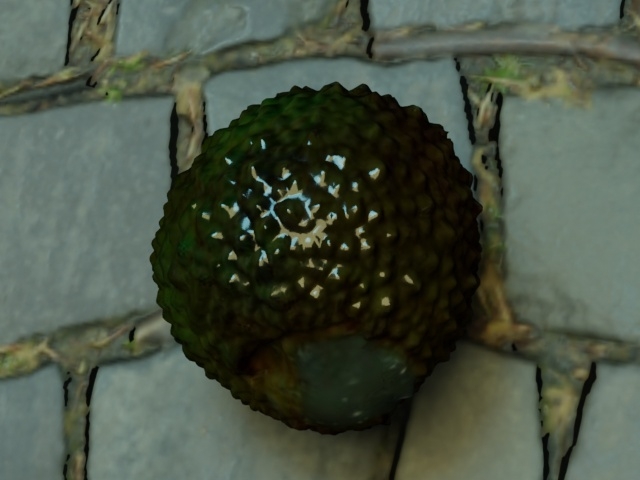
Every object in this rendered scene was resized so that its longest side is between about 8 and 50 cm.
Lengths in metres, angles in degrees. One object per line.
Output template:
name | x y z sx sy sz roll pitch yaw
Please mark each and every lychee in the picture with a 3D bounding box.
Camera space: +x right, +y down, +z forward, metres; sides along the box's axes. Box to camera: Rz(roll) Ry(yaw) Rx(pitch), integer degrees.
lychee | 0.000 0.000 0.747 0.171 0.171 0.171 -6 68 15
